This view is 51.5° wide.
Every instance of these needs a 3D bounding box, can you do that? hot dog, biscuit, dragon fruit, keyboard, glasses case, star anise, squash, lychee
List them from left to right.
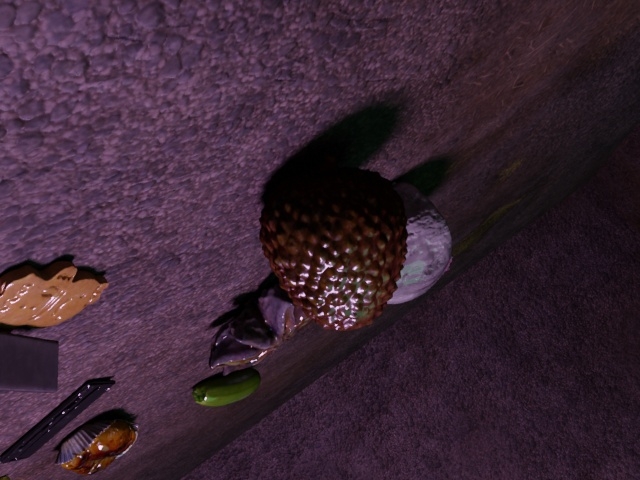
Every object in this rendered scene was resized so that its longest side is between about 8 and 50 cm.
[{"bbox_3d":[-0.385,0.149,0.804,0.042,0.072,0.190,-13,164,8],"label":"glasses case"},{"bbox_3d":[-0.350,0.077,0.830,0.133,0.027,0.184,-37,164,-4],"label":"biscuit"},{"bbox_3d":[-0.501,0.344,1.265,0.250,0.017,0.087,-41,162,10],"label":"keyboard"},{"bbox_3d":[-0.499,0.472,1.511,0.162,0.082,0.270,-33,164,-10],"label":"hot dog"},{"bbox_3d":[-0.254,0.415,1.859,0.082,0.082,0.292,-43,163,20],"label":"squash"},{"bbox_3d":[-0.114,0.176,1.442,0.331,0.118,0.332,-38,173,-6],"label":"star anise"},{"bbox_3d":[0.023,0.003,1.023,0.235,0.271,0.236,-9,170,-2],"label":"lychee"},{"bbox_3d":[0.139,0.044,1.418,0.221,0.204,0.283,-31,162,-31],"label":"dragon fruit"}]

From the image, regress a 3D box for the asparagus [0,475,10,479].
[{"bbox_3d":[-0.685,0.522,1.356,0.108,0.025,0.021,-35,173,-7],"label":"asparagus"}]
